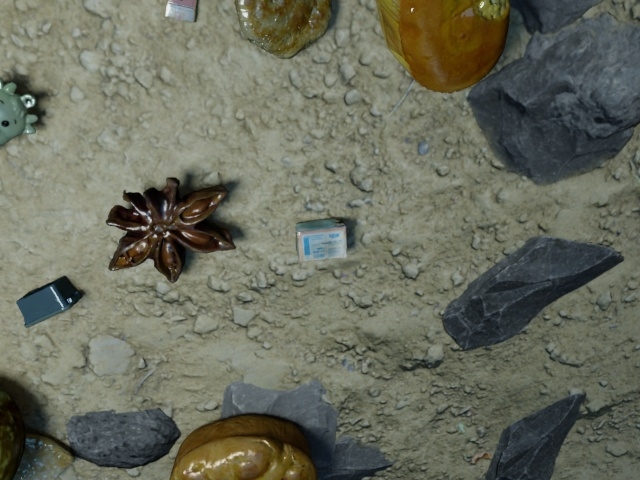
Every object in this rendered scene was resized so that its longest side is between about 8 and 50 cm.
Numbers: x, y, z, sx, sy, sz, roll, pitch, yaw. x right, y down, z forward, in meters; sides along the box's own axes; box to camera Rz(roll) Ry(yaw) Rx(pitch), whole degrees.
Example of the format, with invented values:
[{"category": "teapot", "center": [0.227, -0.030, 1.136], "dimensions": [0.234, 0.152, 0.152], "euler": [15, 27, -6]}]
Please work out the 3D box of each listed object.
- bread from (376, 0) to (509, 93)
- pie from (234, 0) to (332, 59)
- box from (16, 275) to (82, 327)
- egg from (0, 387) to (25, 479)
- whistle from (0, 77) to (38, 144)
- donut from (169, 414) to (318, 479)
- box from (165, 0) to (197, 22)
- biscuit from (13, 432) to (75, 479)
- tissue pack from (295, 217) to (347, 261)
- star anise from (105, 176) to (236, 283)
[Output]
[{"category": "bread", "center": [0.187, -0.346, 0.817], "dimensions": [0.179, 0.133, 0.250], "euler": [-20, 139, 2]}, {"category": "pie", "center": [-0.060, -0.379, 0.836], "dimensions": [0.163, 0.079, 0.193], "euler": [-8, 116, -16]}, {"category": "box", "center": [-0.503, 0.110, 1.006], "dimensions": [0.100, 0.074, 0.054], "euler": [-24, 102, 3]}, {"category": "egg", "center": [-0.676, 0.398, 0.999], "dimensions": [0.239, 0.289, 0.238], "euler": [-12, 157, -5]}, {"category": "whistle", "center": [-0.558, -0.178, 0.846], "dimensions": [0.245, 0.092, 0.110], "euler": [-20, 127, 0]}, {"category": "donut", "center": [-0.171, 0.522, 1.203], "dimensions": [0.318, 0.150, 0.299], "euler": [25, 109, -19]}, {"category": "box", "center": [-0.213, -0.385, 0.844], "dimensions": [0.046, 0.012, 0.083], "euler": [8, 112, -13]}, {"category": "biscuit", "center": [-0.666, 0.484, 1.173], "dimensions": [0.266, 0.040, 0.188], "euler": [3, 114, -8]}, {"category": "tissue pack", "center": [0.000, 0.000, 1.032], "dimensions": [0.095, 0.058, 0.074], "euler": [-5, 113, -6]}, {"category": "star anise", "center": [-0.260, -0.022, 0.968], "dimensions": [0.220, 0.098, 0.214], "euler": [2, 129, -14]}]
